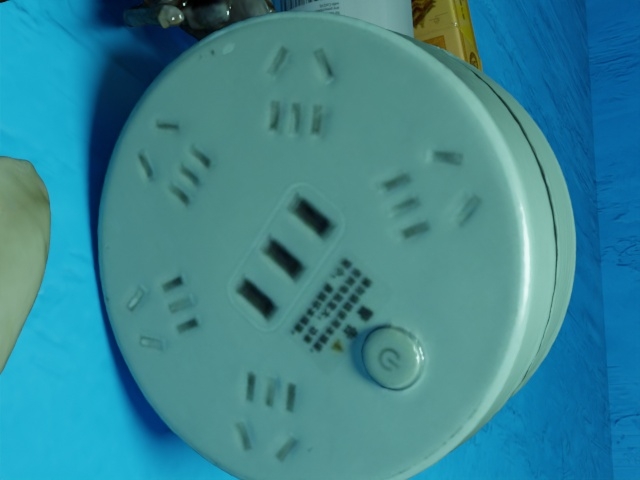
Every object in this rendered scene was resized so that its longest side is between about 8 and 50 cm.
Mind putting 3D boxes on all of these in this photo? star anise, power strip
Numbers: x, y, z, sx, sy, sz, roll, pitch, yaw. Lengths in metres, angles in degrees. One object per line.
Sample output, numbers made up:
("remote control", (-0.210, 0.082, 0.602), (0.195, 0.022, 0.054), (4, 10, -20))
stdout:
("star anise", (-0.116, -0.210, 0.679), (0.209, 0.089, 0.231), (41, 26, 5))
("power strip", (0.000, 0.000, 0.628), (0.161, 0.357, 0.357), (-9, 89, -62))

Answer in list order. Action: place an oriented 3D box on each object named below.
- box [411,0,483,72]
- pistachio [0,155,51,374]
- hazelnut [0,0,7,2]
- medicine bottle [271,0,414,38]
("box", (0.086, -0.291, 1.016), (0.076, 0.174, 0.274), (-18, 97, -60))
("pistachio", (-0.218, 0.030, 0.437), (0.152, 0.126, 0.223), (100, 2, -47))
("hazelnut", (-0.195, -0.282, 0.375), (0.366, 0.366, 0.366), (26, 59, -56))
("medicine bottle", (0.026, -0.137, 0.881), (0.157, 0.157, 0.289), (16, 68, -58))
